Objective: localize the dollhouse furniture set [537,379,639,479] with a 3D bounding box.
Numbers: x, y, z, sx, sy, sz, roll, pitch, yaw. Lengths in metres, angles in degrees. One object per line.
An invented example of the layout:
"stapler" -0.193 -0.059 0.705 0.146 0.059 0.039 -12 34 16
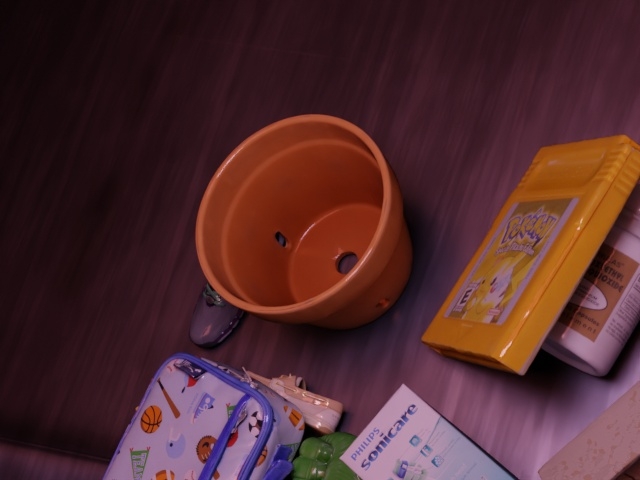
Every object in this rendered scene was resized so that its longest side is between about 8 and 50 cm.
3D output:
"dollhouse furniture set" 0.418 0.363 1.344 0.362 0.256 0.394 -46 39 19

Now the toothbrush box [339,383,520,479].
"toothbrush box" 0.195 0.330 1.636 0.126 0.216 0.295 -49 56 -1

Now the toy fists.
"toy fists" 0.021 0.382 1.776 0.142 0.096 0.279 -17 62 22

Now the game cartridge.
"game cartridge" 0.268 0.013 1.742 0.323 0.053 0.285 -59 12 -8

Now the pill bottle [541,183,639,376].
"pill bottle" 0.361 0.045 1.736 0.131 0.131 0.229 27 81 34

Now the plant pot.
"plant pot" 0.000 0.000 1.901 0.291 0.203 0.291 -11 62 22

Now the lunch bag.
"lunch bag" -0.161 0.307 1.844 0.243 0.115 0.303 26 90 41

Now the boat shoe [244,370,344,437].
"boat shoe" -0.039 0.218 1.909 0.170 0.063 0.059 25 73 29

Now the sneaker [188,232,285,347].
"sneaker" -0.143 0.047 2.017 0.083 0.098 0.223 23 79 34

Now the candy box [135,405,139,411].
"candy box" -0.191 0.303 1.964 0.105 0.027 0.206 -31 57 9
